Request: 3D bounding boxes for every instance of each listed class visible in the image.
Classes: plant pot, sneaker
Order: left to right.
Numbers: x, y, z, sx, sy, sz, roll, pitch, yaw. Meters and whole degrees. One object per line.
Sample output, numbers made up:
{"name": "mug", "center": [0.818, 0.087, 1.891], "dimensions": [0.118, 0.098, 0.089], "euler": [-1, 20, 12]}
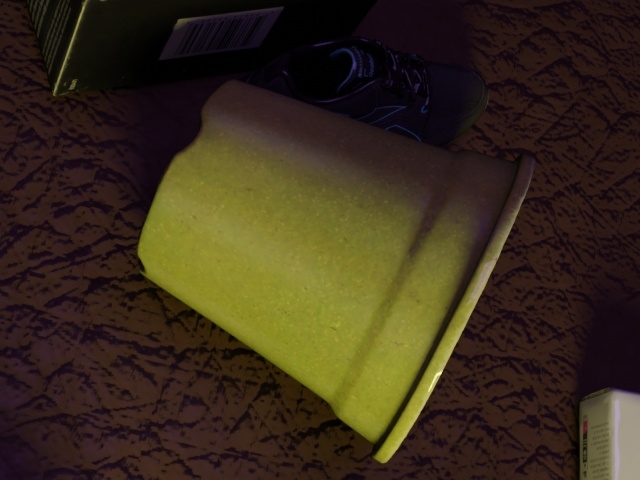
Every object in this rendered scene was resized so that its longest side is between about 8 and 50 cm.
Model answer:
{"name": "plant pot", "center": [0.000, 0.000, 0.950], "dimensions": [0.254, 0.276, 0.276], "euler": [27, 62, 3]}
{"name": "sneaker", "center": [0.052, -0.137, 1.094], "dimensions": [0.267, 0.106, 0.101], "euler": [-7, 71, -25]}

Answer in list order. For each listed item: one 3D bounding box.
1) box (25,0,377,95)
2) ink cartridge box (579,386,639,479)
{"name": "box", "center": [-0.126, -0.315, 1.051], "dimensions": [0.296, 0.183, 0.294], "euler": [-12, 75, -26]}
{"name": "ink cartridge box", "center": [0.389, 0.322, 1.060], "dimensions": [0.324, 0.071, 0.330], "euler": [13, 69, -17]}
